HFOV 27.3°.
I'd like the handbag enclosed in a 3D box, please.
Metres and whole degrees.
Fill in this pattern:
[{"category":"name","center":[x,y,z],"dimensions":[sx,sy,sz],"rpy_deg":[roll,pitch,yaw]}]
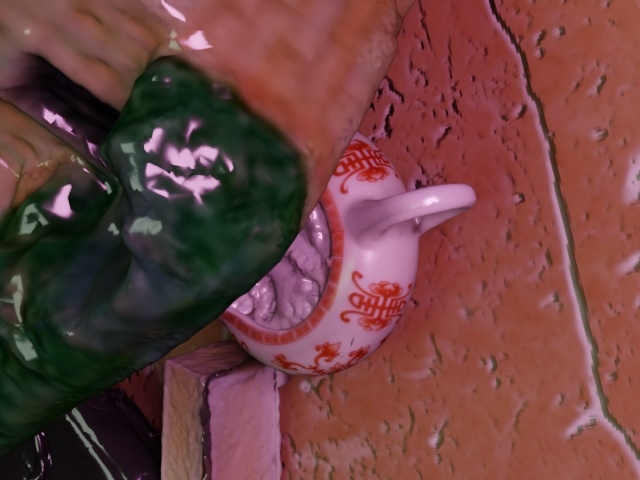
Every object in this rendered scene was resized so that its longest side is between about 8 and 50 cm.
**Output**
[{"category":"handbag","center":[-0.210,0.230,1.017],"dimensions":[0.244,0.088,0.275],"rpy_deg":[48,121,16]}]

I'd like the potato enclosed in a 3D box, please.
[{"category":"potato","center":[-0.067,0.131,0.905],"dimensions":[0.061,0.086,0.122],"rpy_deg":[15,110,41]}]

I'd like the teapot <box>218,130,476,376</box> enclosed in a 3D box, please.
[{"category":"teapot","center":[0.000,0.000,0.808],"dimensions":[0.245,0.116,0.159],"rpy_deg":[-27,62,46]}]

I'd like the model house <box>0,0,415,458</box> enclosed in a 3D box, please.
[{"category":"model house","center":[-0.191,-0.123,0.729],"dimensions":[0.342,0.335,0.382],"rpy_deg":[40,141,-18]}]
